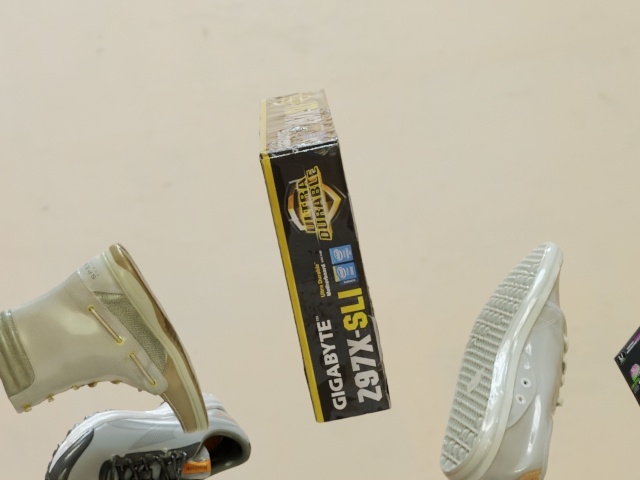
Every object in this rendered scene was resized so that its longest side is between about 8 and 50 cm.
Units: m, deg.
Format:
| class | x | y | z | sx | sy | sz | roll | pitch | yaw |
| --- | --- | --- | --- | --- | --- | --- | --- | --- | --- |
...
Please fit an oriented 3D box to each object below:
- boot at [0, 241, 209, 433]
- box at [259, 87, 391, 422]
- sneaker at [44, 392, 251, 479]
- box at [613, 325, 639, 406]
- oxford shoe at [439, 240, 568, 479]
| class | x | y | z | sx | sy | sz | roll | pitch | yaw |
| --- | --- | --- | --- | --- | --- | --- | --- | --- | --- |
| boot | -0.211 | 0.124 | 1.303 | 0.213 | 0.165 | 0.077 | 64 | -6 | -27 |
| box | 0.000 | 0.000 | 1.361 | 0.322 | 0.079 | 0.257 | -98 | 178 | -75 |
| sneaker | -0.198 | 0.251 | 1.598 | 0.108 | 0.271 | 0.100 | 30 | -57 | 41 |
| box | 0.331 | 0.129 | 1.318 | 0.052 | 0.062 | 0.083 | -57 | -150 | 28 |
| oxford shoe | 0.279 | 0.181 | 1.913 | 0.169 | 0.130 | 0.449 | -50 | -167 | 44 |
